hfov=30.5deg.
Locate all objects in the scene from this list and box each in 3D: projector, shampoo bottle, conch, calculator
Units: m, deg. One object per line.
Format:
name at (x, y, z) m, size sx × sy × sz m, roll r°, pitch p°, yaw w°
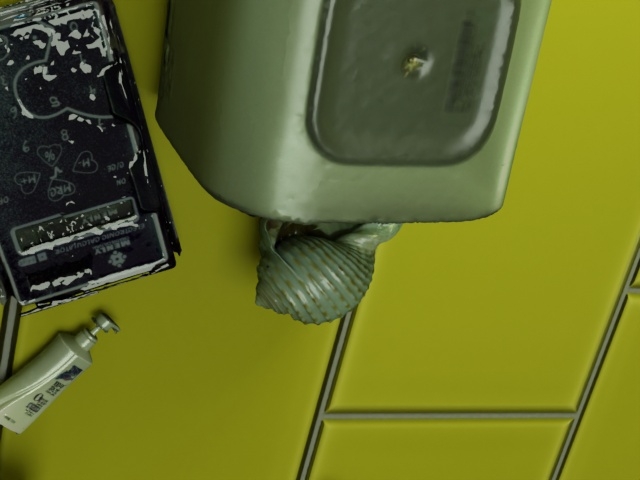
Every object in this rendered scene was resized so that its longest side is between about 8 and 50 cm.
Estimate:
projector at (0.022, -0.175, 0.899) m, size 0.248 × 0.248 × 0.249 m, roll -1°, pitch 116°, yaw -23°
shampoo bottle at (-0.244, 0.117, 1.071) m, size 0.141 × 0.034 × 0.049 m, roll -43°, pitch 119°, yaw 1°
conch at (-0.005, 0.002, 1.072) m, size 0.153 × 0.102 × 0.135 m, roll -50°, pitch 118°, yaw -33°
calculator at (-0.222, -0.070, 0.983) m, size 0.166 × 0.028 × 0.274 m, roll -19°, pitch 122°, yaw -13°
